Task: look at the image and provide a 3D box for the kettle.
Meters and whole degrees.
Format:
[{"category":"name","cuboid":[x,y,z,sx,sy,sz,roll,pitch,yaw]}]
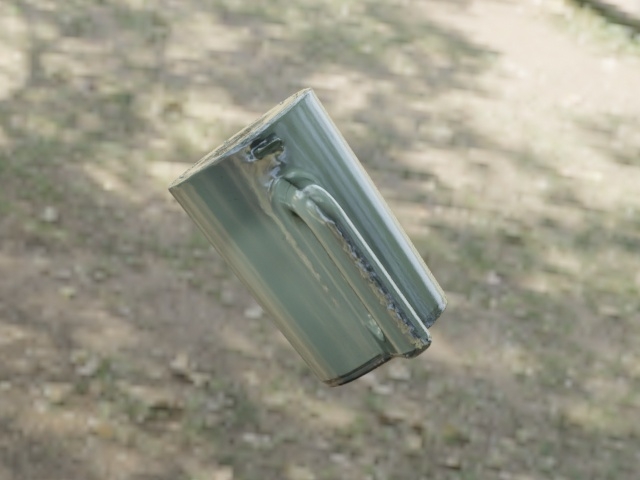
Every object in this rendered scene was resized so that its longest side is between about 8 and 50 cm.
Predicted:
[{"category":"kettle","cuboid":[0.003,-0.003,1.013,0.127,0.148,0.098,-28,9,49]}]
